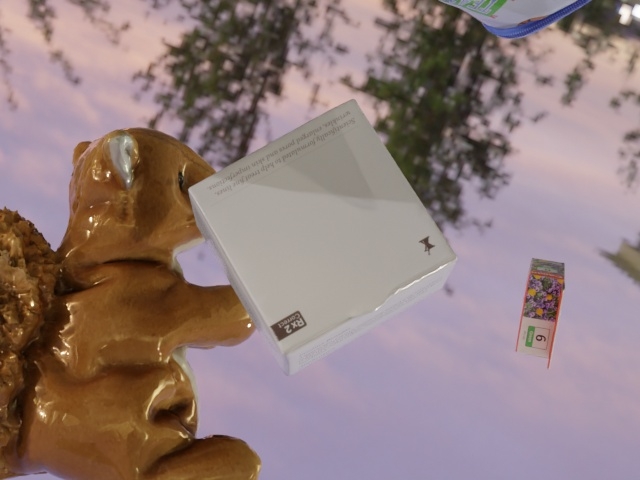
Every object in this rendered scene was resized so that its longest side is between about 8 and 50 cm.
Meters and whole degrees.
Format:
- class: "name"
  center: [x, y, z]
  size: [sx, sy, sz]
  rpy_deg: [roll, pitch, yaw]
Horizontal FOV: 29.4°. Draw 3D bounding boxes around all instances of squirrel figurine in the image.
- class: "squirrel figurine"
  center: [-0.262, 0.061, 1.307]
  size: [0.397, 0.370, 0.281]
  rpy_deg: [2, -177, -17]

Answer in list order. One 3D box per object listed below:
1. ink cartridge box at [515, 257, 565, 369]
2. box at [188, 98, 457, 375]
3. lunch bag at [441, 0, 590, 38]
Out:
- class: "ink cartridge box"
  center: [0.166, 0.054, 0.926]
  size: [0.029, 0.063, 0.115]
  rpy_deg: [10, -170, 10]
- class: "box"
  center: [0.000, 0.000, 1.131]
  size: [0.182, 0.181, 0.119]
  rpy_deg: [59, 171, 13]
- class: "lunch bag"
  center: [0.153, -0.311, 0.870]
  size: [0.115, 0.243, 0.303]
  rpy_deg: [18, -125, -40]
